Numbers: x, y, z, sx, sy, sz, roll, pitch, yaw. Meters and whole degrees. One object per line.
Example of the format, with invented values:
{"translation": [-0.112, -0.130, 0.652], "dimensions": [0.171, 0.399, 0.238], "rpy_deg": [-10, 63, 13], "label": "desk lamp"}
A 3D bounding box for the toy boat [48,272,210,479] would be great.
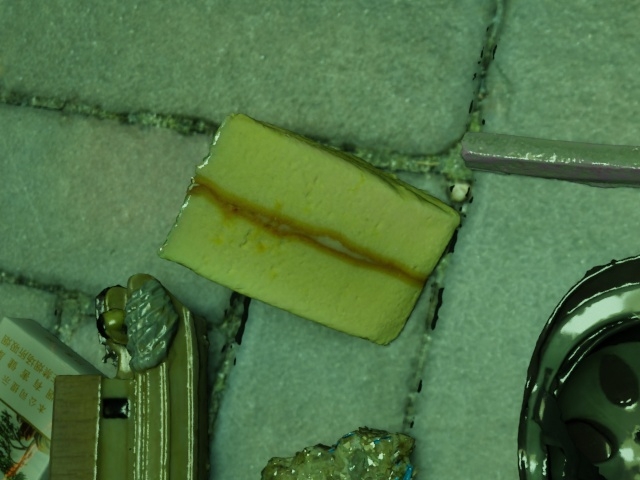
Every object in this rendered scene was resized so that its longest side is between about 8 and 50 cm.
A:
{"translation": [-0.197, 0.255, 1.088], "dimensions": [0.136, 0.162, 0.445], "rpy_deg": [-22, 67, 59], "label": "toy boat"}

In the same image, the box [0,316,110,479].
{"translation": [-0.354, 0.224, 1.214], "dimensions": [0.149, 0.067, 0.233], "rpy_deg": [33, 94, 23], "label": "box"}

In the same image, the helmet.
{"translation": [0.290, 0.172, 0.918], "dimensions": [0.225, 0.177, 0.305], "rpy_deg": [9, 78, 16], "label": "helmet"}

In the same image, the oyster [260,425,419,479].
{"translation": [0.010, 0.298, 1.035], "dimensions": [0.260, 0.092, 0.198], "rpy_deg": [-43, 60, -8], "label": "oyster"}

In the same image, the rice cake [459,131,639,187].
{"translation": [0.240, -0.080, 1.046], "dimensions": [0.207, 0.047, 0.036], "rpy_deg": [9, 79, 21], "label": "rice cake"}

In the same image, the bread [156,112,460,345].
{"translation": [-0.003, -0.001, 1.013], "dimensions": [0.163, 0.264, 0.167], "rpy_deg": [30, 98, 24], "label": "bread"}
